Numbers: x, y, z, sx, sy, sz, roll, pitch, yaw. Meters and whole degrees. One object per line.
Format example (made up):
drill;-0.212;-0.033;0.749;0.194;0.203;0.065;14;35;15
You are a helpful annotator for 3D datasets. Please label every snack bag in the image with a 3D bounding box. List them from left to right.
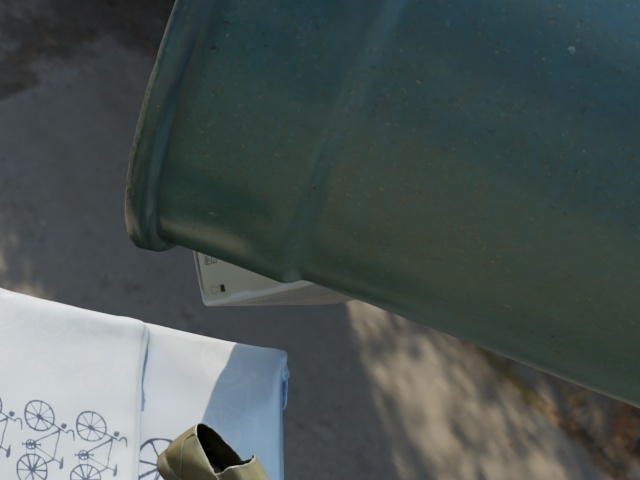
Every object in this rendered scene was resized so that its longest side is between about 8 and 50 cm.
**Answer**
snack bag;-0.177;0.208;1.257;0.342;0.037;0.323;15;49;-21

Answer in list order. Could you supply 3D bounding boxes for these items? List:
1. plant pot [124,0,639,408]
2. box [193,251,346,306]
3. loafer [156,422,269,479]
plant pot;0.124;-0.077;0.707;0.334;0.341;0.341;26;29;6
box;0.000;0.000;1.415;0.311;0.148;0.121;6;72;-67
loafer;-0.059;0.189;0.983;0.148;0.050;0.056;33;20;19
